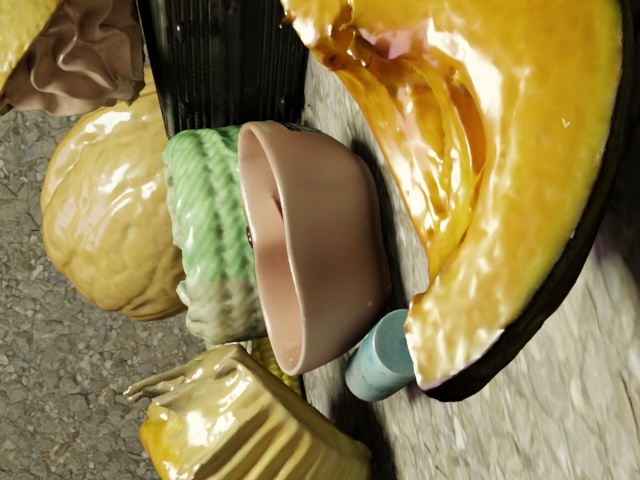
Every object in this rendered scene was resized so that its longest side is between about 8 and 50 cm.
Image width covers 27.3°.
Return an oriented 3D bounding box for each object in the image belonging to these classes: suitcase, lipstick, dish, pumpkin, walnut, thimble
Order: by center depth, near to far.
[{"bbox_3d":[0.078,-0.066,0.549,0.130,0.149,0.254,22,-141,-48],"label":"pumpkin"},{"bbox_3d":[0.050,0.087,0.961,0.158,0.048,0.048,115,144,-75],"label":"lipstick"},{"bbox_3d":[0.000,0.000,1.052,0.213,0.090,0.213,170,90,-78],"label":"dish"},{"bbox_3d":[-0.107,-0.259,1.228,0.335,0.152,0.230,100,159,-66],"label":"suitcase"},{"bbox_3d":[-0.069,-0.005,1.276,0.219,0.150,0.219,171,90,-81],"label":"thimble"},{"bbox_3d":[-0.182,-0.062,1.531,0.252,0.277,0.313,43,126,5],"label":"walnut"}]

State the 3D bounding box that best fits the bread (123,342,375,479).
[{"bbox_3d":[-0.065,0.231,1.275,0.236,0.183,0.388,40,172,12],"label":"bread"}]

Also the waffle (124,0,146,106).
[{"bbox_3d":[-0.190,-0.176,1.322,0.125,0.032,0.191,90,170,-60],"label":"waffle"}]

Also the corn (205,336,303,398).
[{"bbox_3d":[-0.097,0.138,1.682,0.123,0.122,0.305,-20,75,35],"label":"corn"}]

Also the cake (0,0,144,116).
[{"bbox_3d":[-0.232,-0.199,1.179,0.185,0.178,0.208,-43,23,60],"label":"cake"}]
